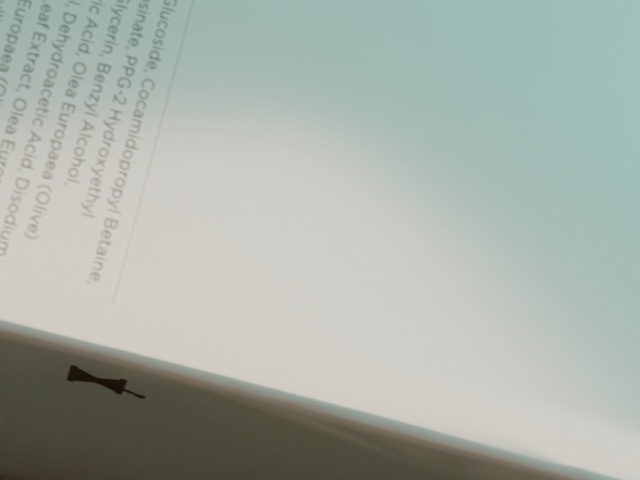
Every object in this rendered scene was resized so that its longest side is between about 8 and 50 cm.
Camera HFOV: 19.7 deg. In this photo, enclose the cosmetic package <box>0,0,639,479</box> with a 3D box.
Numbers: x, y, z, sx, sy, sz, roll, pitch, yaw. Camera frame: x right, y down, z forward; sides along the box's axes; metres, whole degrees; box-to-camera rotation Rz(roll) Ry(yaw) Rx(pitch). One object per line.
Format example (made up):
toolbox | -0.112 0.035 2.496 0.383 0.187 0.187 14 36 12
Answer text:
cosmetic package | 0.000 0.000 0.527 0.365 0.197 0.155 16 70 -5
